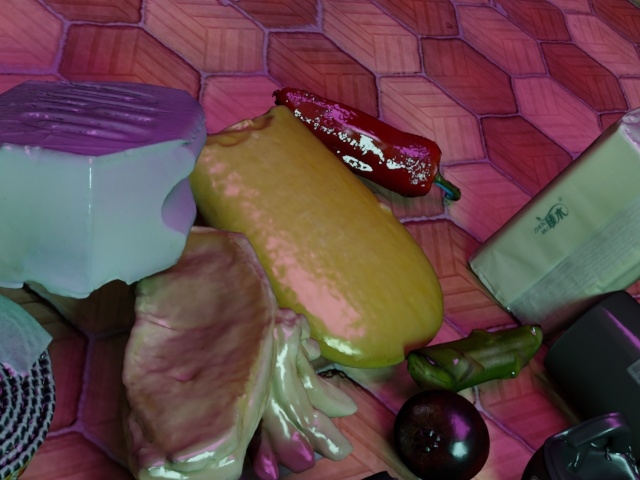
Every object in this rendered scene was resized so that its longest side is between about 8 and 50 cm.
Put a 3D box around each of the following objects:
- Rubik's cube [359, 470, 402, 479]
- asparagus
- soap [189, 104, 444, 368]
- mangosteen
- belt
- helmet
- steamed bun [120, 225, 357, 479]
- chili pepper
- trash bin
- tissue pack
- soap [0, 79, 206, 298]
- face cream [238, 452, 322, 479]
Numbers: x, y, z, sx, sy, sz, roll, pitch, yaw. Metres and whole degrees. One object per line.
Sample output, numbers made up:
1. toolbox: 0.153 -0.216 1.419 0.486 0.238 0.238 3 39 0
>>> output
1. Rubik's cube: -0.007 0.405 0.943 0.248 0.250 0.246 -8 56 -41
2. asparagus: 0.234 0.170 1.442 0.343 0.082 0.085 -3 85 -52
3. soap: -0.002 0.001 1.431 0.306 0.115 0.427 -21 67 -48
4. mangosteen: 0.164 0.257 1.307 0.140 0.140 0.140 19 43 -19
5. belt: -0.381 0.156 1.000 0.207 0.150 0.257 11 46 -37
6. helmet: 0.361 0.341 1.293 0.216 0.193 0.189 16 37 -33
7. steamed bun: -0.095 0.149 1.155 0.247 0.189 0.428 -15 35 -2
8. chili pepper: 0.087 -0.152 1.640 0.387 0.110 0.110 23 42 -19
9. trash bin: 0.502 0.253 1.468 0.214 0.214 0.334 -15 54 -42
10. tissue pack: 0.469 -0.039 1.588 0.297 0.380 0.207 -23 71 -46
11. soap: -0.274 -0.084 1.168 0.261 0.156 0.446 8 17 -2
12. face cream: -0.079 0.251 1.184 0.198 0.057 0.084 -10 49 -41
